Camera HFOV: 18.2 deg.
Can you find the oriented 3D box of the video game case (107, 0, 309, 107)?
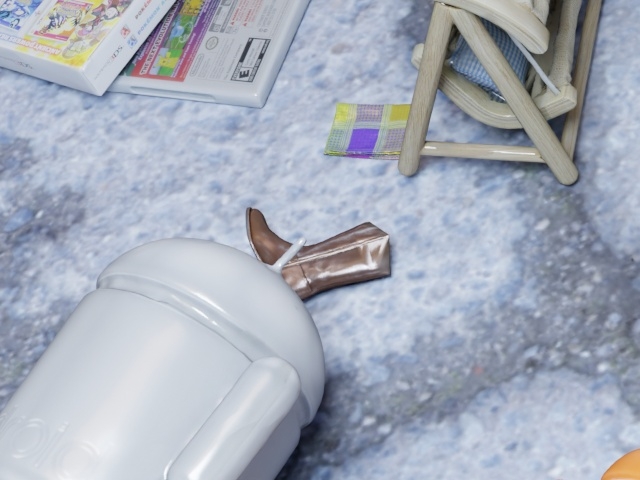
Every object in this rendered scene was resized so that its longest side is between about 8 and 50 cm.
[{"bbox_3d":[-0.104,-0.215,1.888,0.183,0.023,0.201,8,59,24],"label":"video game case"}]

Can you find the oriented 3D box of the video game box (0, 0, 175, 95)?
[{"bbox_3d":[-0.232,-0.237,1.910,0.205,0.048,0.187,19,63,40],"label":"video game box"}]

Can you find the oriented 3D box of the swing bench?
[{"bbox_3d":[0.139,-0.222,1.654,0.165,0.254,0.253,3,56,16],"label":"swing bench"}]

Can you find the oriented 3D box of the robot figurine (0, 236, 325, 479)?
[{"bbox_3d":[-0.128,0.142,1.511,0.300,0.200,0.353,-3,47,53],"label":"robot figurine"}]

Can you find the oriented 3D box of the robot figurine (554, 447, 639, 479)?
[{"bbox_3d":[0.226,0.234,1.372,0.158,0.128,0.219,1,51,54],"label":"robot figurine"}]

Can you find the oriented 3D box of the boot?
[{"bbox_3d":[0.000,0.000,1.680,0.114,0.037,0.106,-21,64,6],"label":"boot"}]

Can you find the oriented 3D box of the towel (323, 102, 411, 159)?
[{"bbox_3d":[0.047,-0.098,1.755,0.083,0.009,0.060,3,56,21],"label":"towel"}]
